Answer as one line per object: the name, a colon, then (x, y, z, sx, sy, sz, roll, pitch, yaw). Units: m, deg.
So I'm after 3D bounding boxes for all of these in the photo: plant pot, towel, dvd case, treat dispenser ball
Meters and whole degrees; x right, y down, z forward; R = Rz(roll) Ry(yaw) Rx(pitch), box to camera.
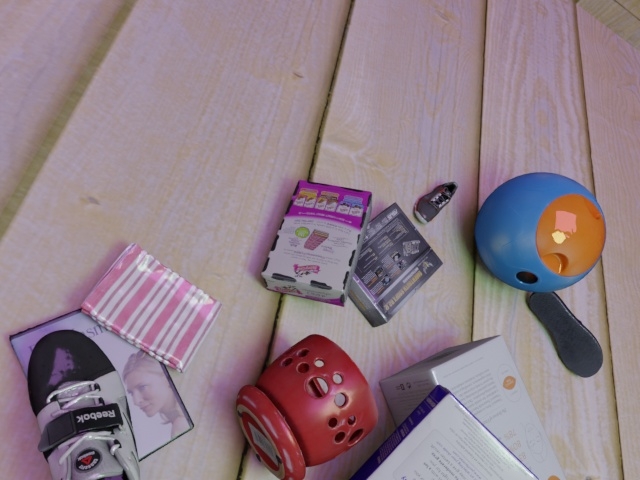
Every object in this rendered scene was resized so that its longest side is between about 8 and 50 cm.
plant pot: (-0.030, 0.274, 0.797, 0.174, 0.191, 0.191, -26, 84, -32)
towel: (-0.269, 0.110, 0.807, 0.197, 0.029, 0.144, 38, 49, -16)
dvd case: (-0.329, 0.222, 0.749, 0.180, 0.022, 0.252, -24, 82, -34)
treat dispenser ball: (0.521, -0.019, 1.173, 0.288, 0.288, 0.287, 12, 64, -25)

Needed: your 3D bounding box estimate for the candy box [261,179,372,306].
candy box: (0.000, 0.000, 0.958, 0.159, 0.071, 0.233, 12, 58, 13)

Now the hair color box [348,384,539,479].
hair color box: (0.148, 0.420, 0.771, 0.339, 0.110, 0.185, -45, 81, -5)

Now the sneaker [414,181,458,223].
sneaker: (0.291, -0.104, 1.213, 0.061, 0.065, 0.158, 47, 55, -5)

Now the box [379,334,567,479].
box: (0.300, 0.390, 0.946, 0.215, 0.168, 0.345, -13, 76, -33)

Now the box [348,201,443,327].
box: (0.142, 0.048, 1.069, 0.231, 0.056, 0.183, -39, 92, -34)

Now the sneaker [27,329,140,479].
sneaker: (-0.301, 0.266, 0.647, 0.123, 0.146, 0.330, -16, 77, -32)

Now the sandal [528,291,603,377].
sandal: (0.639, 0.231, 1.258, 0.254, 0.097, 0.054, 60, 28, 4)
